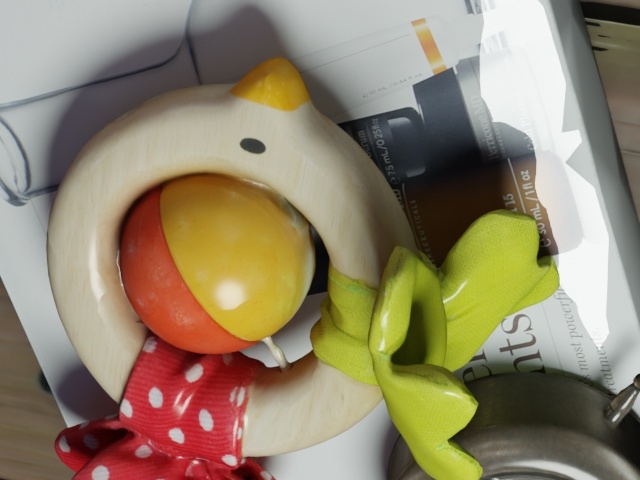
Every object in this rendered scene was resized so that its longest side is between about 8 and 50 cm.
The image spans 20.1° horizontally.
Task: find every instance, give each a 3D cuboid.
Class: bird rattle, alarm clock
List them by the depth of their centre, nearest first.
[{"bbox_3d":[-0.030,0.034,0.778,0.253,0.143,0.207,-25,100,35],"label":"bird rattle"},{"bbox_3d":[0.075,0.134,0.824,0.192,0.064,0.129,-17,115,20],"label":"alarm clock"}]

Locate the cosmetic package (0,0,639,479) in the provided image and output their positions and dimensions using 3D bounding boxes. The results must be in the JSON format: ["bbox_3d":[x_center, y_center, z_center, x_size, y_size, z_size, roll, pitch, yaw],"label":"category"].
[{"bbox_3d":[0.000,0.000,0.852,0.284,0.097,0.377,-12,115,18],"label":"cosmetic package"}]
